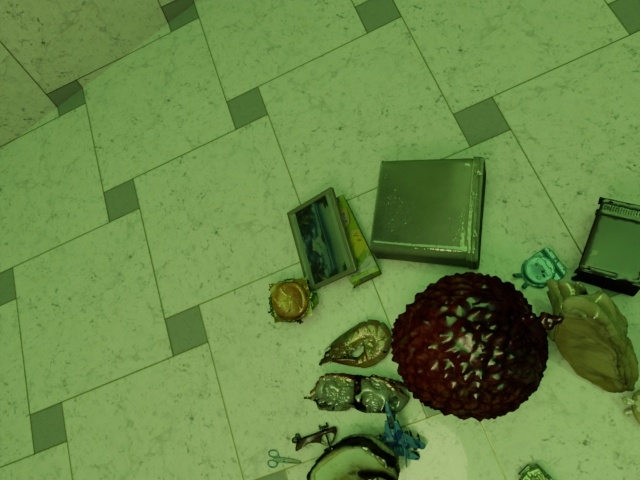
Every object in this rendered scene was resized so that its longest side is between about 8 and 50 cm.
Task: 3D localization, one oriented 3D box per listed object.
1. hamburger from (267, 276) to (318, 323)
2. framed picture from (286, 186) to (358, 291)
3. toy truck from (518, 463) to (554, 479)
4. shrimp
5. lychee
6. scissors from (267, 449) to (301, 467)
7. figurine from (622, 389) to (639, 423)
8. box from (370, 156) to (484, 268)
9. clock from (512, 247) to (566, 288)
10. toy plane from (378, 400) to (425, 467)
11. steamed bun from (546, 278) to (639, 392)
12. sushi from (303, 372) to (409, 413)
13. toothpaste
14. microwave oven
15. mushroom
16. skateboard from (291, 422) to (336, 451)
[{"bbox_3d":[-0.095,0.210,1.756,0.190,0.093,0.163,-1,82,18],"label":"hamburger"},{"bbox_3d":[0.000,0.000,1.768,0.232,0.024,0.314,-28,71,36],"label":"framed picture"},{"bbox_3d":[0.639,0.715,1.384,0.085,0.116,0.191,-43,67,2],"label":"toy truck"},{"bbox_3d":[0.114,0.364,1.674,0.267,0.061,0.145,-25,78,5],"label":"shrimp"},{"bbox_3d":[0.434,0.283,1.403,0.500,0.425,0.424,-29,66,33],"label":"lychee"},{"bbox_3d":[-0.121,0.726,1.655,0.119,0.014,0.058,-2,74,19],"label":"scissors"},{"bbox_3d":[1.036,0.444,1.343,0.395,0.226,0.274,-5,41,26],"label":"figurine"},{"bbox_3d":[0.364,-0.098,1.677,0.344,0.177,0.351,4,76,19],"label":"box"},{"bbox_3d":[0.690,0.099,1.592,0.147,0.045,0.108,-31,67,6],"label":"clock"},{"bbox_3d":[0.222,0.577,1.511,0.170,0.078,0.246,-10,105,14],"label":"toy plane"},{"bbox_3d":[0.739,0.241,1.394,0.247,0.428,0.189,4,54,48],"label":"steamed bun"},{"bbox_3d":[0.120,0.491,1.595,0.333,0.124,0.129,3,67,15],"label":"sushi"},{"bbox_3d":[0.100,0.001,1.773,0.110,0.077,0.327,-27,69,8],"label":"toothpaste"},{"bbox_3d":[0.880,0.023,1.488,0.178,0.188,0.247,19,84,26],"label":"microwave oven"},{"bbox_3d":[0.102,0.716,1.501,0.248,0.130,0.344,34,111,16],"label":"mushroom"},{"bbox_3d":[-0.013,0.650,1.626,0.152,0.067,0.080,-22,78,5],"label":"skateboard"}]
